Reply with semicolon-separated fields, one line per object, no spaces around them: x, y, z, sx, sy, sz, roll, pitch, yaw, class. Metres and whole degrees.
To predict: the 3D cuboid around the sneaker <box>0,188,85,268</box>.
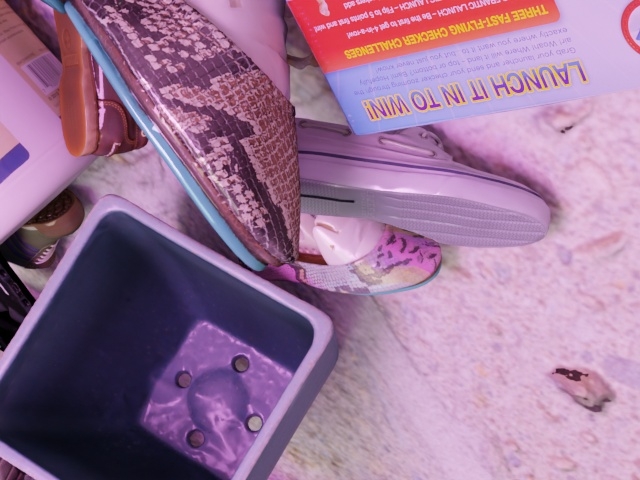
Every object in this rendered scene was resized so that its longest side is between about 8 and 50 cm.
-0.308;-0.008;1.299;0.192;0.064;0.086;2;134;41;sneaker

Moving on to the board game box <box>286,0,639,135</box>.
0.089;-0.229;0.721;0.308;0.086;0.302;-5;124;43;board game box

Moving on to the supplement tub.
-0.370;-0.141;1.082;0.316;0.228;0.228;49;142;-9;supplement tub

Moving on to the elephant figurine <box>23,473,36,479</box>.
-0.250;0.356;1.508;0.186;0.169;0.239;-22;107;43;elephant figurine

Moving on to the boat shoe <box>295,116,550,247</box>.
0.067;-0.054;0.912;0.226;0.076;0.083;11;154;-1;boat shoe

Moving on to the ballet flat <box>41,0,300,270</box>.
-0.141;-0.200;0.859;0.483;0.182;0.164;45;-179;15;ballet flat

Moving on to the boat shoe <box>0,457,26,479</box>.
-0.412;0.273;1.589;0.130;0.132;0.355;29;145;23;boat shoe

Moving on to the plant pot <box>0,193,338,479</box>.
-0.128;0.141;1.131;0.248;0.247;0.252;29;175;15;plant pot

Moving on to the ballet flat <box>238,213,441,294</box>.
0.000;0.000;1.028;0.221;0.077;0.079;4;136;43;ballet flat

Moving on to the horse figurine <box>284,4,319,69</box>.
-0.084;-0.133;0.981;0.174;0.066;0.263;20;135;14;horse figurine

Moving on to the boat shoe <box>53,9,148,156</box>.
-0.183;-0.174;1.005;0.073;0.073;0.207;22;116;53;boat shoe

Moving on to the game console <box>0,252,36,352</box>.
-0.333;0.076;1.345;0.213;0.044;0.361;20;153;25;game console
